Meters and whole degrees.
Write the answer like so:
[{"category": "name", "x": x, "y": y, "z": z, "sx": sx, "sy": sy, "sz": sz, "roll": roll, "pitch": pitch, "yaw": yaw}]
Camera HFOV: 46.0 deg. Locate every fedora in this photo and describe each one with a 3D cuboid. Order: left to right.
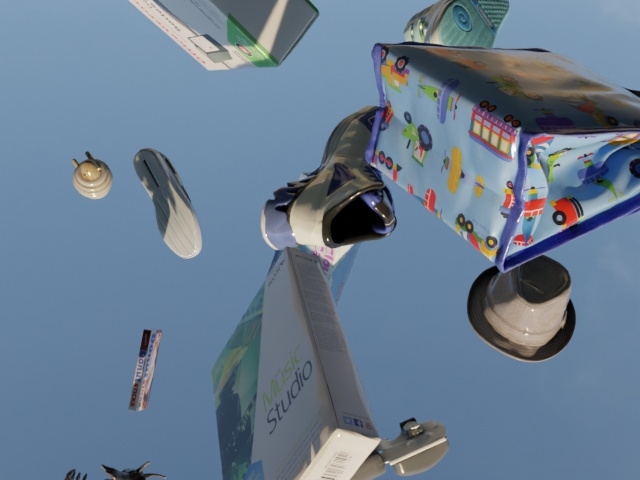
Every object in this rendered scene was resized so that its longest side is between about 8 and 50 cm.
[{"category": "fedora", "x": 0.460, "y": 0.121, "z": 1.654, "sx": 0.244, "sy": 0.124, "sz": 0.275, "roll": 34, "pitch": -134, "yaw": 19}]

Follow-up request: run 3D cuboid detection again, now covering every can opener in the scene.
[{"category": "can opener", "x": 0.076, "y": 0.354, "z": 1.172, "sx": 0.280, "sy": 0.093, "sz": 0.074, "roll": -19, "pitch": -167, "yaw": -10}]

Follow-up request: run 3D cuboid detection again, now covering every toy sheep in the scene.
[{"category": "toy sheep", "x": -0.487, "y": -0.133, "z": 1.613, "sx": 0.091, "sy": 0.132, "sz": 0.091, "roll": 1, "pitch": -111, "yaw": -3}]

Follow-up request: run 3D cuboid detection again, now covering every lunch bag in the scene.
[{"category": "lunch bag", "x": 0.227, "y": -0.118, "z": 0.737, "sx": 0.293, "sy": 0.138, "sz": 0.221, "roll": -16, "pitch": -141, "yaw": -25}]

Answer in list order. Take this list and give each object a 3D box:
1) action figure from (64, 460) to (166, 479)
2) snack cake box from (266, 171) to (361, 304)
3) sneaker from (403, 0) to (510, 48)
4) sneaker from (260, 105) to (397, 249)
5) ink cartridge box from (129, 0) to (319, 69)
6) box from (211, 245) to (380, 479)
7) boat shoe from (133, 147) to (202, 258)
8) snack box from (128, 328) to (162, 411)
[{"category": "action figure", "x": -0.430, "y": 0.509, "z": 1.450, "sx": 0.276, "sy": 0.164, "sz": 0.141, "roll": -41, "pitch": -147, "yaw": -8}, {"category": "snack cake box", "x": 0.000, "y": 0.000, "z": 1.631, "sx": 0.152, "sy": 0.264, "sz": 0.089, "roll": 31, "pitch": -156, "yaw": 28}, {"category": "sneaker", "x": 0.230, "y": -0.384, "z": 1.454, "sx": 0.208, "sy": 0.127, "sz": 0.319, "roll": -23, "pitch": -163, "yaw": 42}, {"category": "sneaker", "x": 0.066, "y": -0.083, "z": 1.235, "sx": 0.182, "sy": 0.127, "sz": 0.315, "roll": 14, "pitch": -130, "yaw": 37}, {"category": "ink cartridge box", "x": -0.169, "y": -0.385, "z": 1.216, "sx": 0.121, "sy": 0.211, "sz": 0.289, "roll": -56, "pitch": -150, "yaw": -9}, {"category": "box", "x": -0.048, "y": 0.186, "z": 0.888, "sx": 0.058, "sy": 0.232, "sz": 0.322, "roll": 21, "pitch": -155, "yaw": -23}, {"category": "boat shoe", "x": -0.372, "y": -0.101, "z": 1.927, "sx": 0.109, "sy": 0.302, "sz": 0.094, "roll": -23, "pitch": 180, "yaw": 22}, {"category": "snack box", "x": -0.387, "y": 0.284, "z": 1.665, "sx": 0.022, "sy": 0.064, "sz": 0.178, "roll": 9, "pitch": -94, "yaw": 11}]
